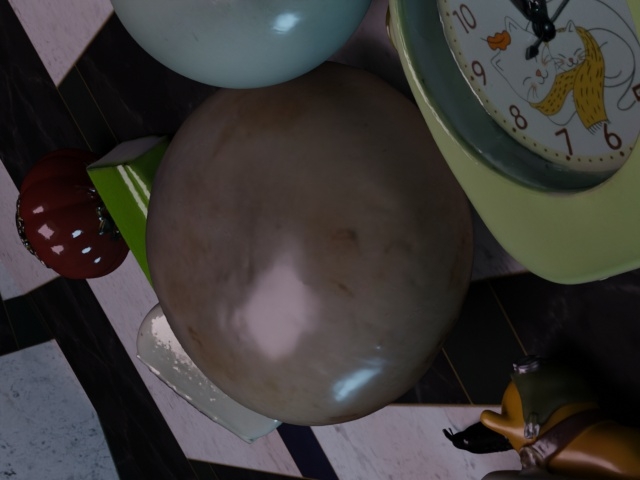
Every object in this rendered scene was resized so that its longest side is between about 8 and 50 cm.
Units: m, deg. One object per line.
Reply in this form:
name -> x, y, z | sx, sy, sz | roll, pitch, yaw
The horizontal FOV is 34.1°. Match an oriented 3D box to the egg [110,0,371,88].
egg -> -0.068, -0.242, 0.878 | 0.371, 0.230, 0.230 | -132, 20, -69

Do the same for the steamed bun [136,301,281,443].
steamed bun -> -0.119, 0.146, 1.457 | 0.242, 0.146, 0.164 | 36, 119, 5

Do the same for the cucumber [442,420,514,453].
cucumber -> 0.181, 0.224, 1.182 | 0.163, 0.039, 0.043 | 141, 118, -62

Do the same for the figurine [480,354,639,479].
figurine -> 0.257, 0.178, 0.956 | 0.250, 0.166, 0.141 | -4, 78, 35

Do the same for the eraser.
eraser -> -0.236, -0.021, 1.606 | 0.210, 0.092, 0.274 | 1, 120, 60

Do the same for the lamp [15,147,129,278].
lamp -> -0.398, -0.046, 1.747 | 0.227, 0.227, 0.227 | 42, 149, 32

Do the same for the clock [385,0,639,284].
clock -> 0.170, -0.150, 0.717 | 0.348, 0.117, 0.286 | 60, 155, -1

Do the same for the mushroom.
mushroom -> 0.000, 0.000, 1.057 | 0.362, 0.295, 0.362 | 5, 97, 41
